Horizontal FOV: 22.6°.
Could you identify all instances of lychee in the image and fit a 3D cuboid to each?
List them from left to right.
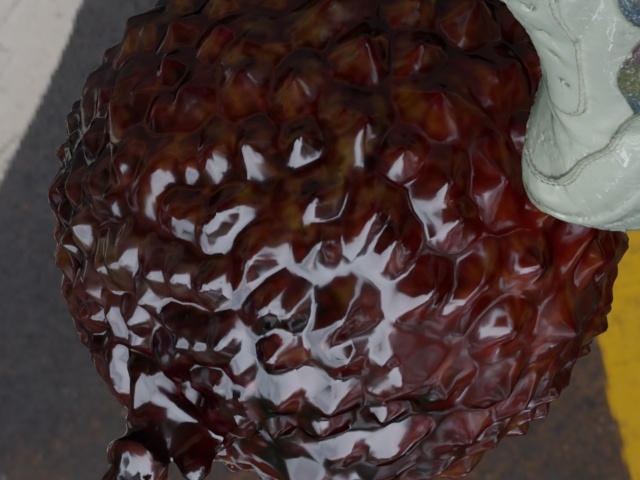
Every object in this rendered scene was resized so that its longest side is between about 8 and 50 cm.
[{"bbox_3d":[0.000,0.000,1.168,0.500,0.425,0.424,-49,146,-14],"label":"lychee"}]

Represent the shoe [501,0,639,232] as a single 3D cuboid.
[{"bbox_3d":[0.131,-0.134,0.724,0.211,0.132,0.342,7,144,-17],"label":"shoe"}]
